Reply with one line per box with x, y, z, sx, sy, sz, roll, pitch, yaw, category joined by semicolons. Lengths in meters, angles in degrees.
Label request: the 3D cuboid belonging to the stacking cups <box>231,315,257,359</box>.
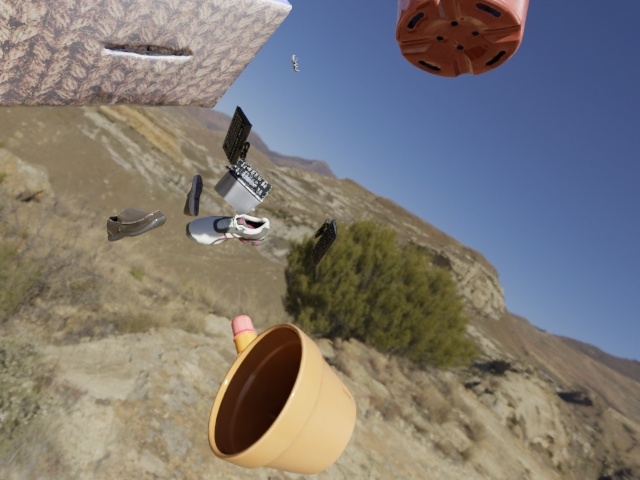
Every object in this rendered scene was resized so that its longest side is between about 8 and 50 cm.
-0.195;0.362;1.472;0.096;0.096;0.316;36;27;-50;stacking cups

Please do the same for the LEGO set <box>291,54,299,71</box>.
-0.099;-0.656;1.874;0.023;0.054;0.083;-4;34;-21;LEGO set

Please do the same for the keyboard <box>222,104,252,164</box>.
-0.237;-0.286;1.433;0.108;0.023;0.180;57;-35;14;keyboard

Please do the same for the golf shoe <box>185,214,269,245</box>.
-0.302;-0.049;1.653;0.272;0.105;0.120;0;-25;-24;golf shoe

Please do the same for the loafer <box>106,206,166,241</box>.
-0.510;-0.052;1.355;0.080;0.220;0.078;-35;109;-58;loafer

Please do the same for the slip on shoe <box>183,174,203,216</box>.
-0.400;-0.141;1.573;0.041;0.135;0.051;2;-7;13;slip on shoe

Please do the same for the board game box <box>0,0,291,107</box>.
-0.206;-0.267;0.412;0.232;0.141;0.291;-21;77;-52;board game box

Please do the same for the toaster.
-0.287;-0.203;1.852;0.185;0.110;0.168;44;23;-12;toaster

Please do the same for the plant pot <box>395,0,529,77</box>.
0.244;-0.445;0.852;0.272;0.265;0.272;10;-16;3;plant pot

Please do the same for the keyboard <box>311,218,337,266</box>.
0.000;0.000;1.685;0.038;0.192;0.100;9;52;-22;keyboard

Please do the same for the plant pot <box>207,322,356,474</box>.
-0.064;0.349;1.046;0.203;0.291;0.291;40;0;-23;plant pot
